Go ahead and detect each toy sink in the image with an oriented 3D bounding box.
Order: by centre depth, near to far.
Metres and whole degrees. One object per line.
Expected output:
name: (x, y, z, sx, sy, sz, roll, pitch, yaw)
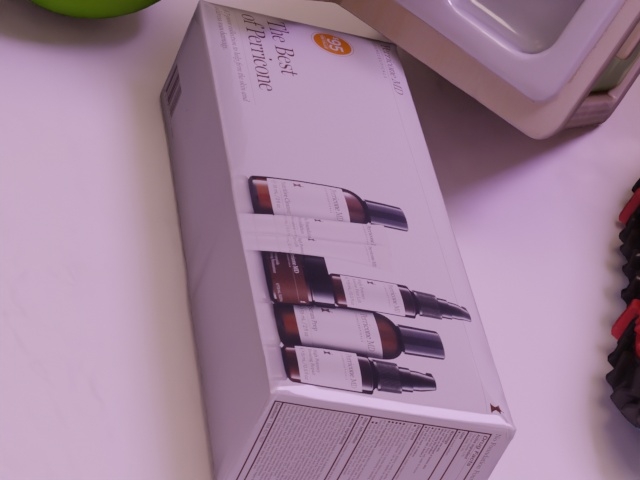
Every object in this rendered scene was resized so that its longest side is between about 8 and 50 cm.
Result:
toy sink: (0.103, -0.141, 0.840, 0.131, 0.153, 0.234, 37, 15, 14)

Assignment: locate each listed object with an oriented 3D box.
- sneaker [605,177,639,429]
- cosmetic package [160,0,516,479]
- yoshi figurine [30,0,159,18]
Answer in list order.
sneaker: (0.204, 0.020, 0.834, 0.125, 0.104, 0.262, 35, 42, -11)
cosmetic package: (0.000, 0.000, 0.744, 0.098, 0.060, 0.239, 12, 38, -22)
yoshi figurine: (-0.191, -0.174, 0.795, 0.362, 0.204, 0.203, 5, -1, -5)
